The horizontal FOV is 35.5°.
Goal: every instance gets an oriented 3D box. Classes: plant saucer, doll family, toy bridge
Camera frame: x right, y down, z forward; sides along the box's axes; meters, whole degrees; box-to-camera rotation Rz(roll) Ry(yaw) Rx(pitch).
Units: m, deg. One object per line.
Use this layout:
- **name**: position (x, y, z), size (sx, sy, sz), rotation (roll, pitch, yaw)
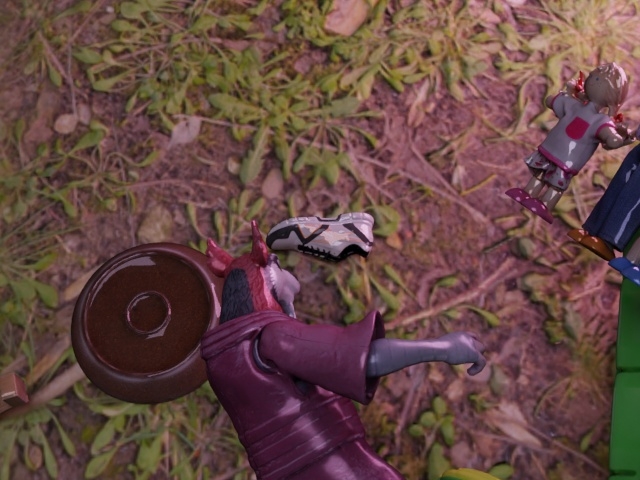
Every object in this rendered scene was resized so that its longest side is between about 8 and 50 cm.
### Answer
- **plant saucer**: position (-0.167, 0.075, 0.979), size (0.168, 0.029, 0.168), rotation (-2, 68, 6)
- **doll family**: position (0.265, -0.050, 0.756), size (0.118, 0.263, 0.163), rotation (30, 100, -25)
- **toy bridge**: position (-0.366, 0.174, 0.940), size (0.188, 0.063, 0.026), rotation (-20, 66, -3)

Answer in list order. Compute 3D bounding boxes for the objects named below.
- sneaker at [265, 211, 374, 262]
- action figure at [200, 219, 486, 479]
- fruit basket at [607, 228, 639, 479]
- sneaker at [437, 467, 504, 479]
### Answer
- **sneaker**: position (0.000, 0.000, 0.984), size (0.109, 0.040, 0.044), rotation (-7, 69, 4)
- **action figure**: position (-0.020, 0.166, 0.785), size (0.276, 0.248, 0.370), rotation (-24, 81, -29)
- **fruit basket**: position (0.426, 0.139, 0.773), size (0.392, 0.283, 0.392), rotation (-11, 62, 21)
- **sneaker**: position (0.184, 0.307, 0.797), size (0.123, 0.109, 0.295), rotation (-37, 67, -10)
